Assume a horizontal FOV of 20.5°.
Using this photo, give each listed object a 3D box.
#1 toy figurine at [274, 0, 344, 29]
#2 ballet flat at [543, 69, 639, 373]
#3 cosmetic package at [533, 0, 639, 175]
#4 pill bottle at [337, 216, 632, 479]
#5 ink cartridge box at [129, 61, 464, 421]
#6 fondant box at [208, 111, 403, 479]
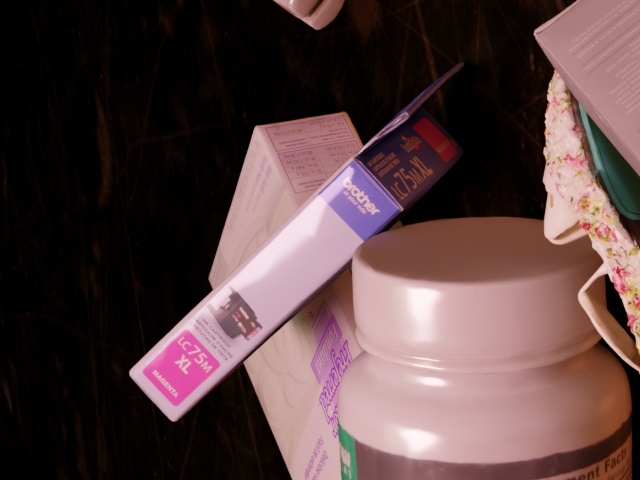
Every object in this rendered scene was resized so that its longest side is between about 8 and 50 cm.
[{"bbox_3d":[0.011,-0.276,1.286,0.148,0.213,0.209,41,142,38],"label":"toy figurine"},{"bbox_3d":[0.185,0.004,1.106,0.077,0.091,0.241,-31,79,29],"label":"ballet flat"},{"bbox_3d":[0.230,-0.042,0.956,0.127,0.107,0.238,45,-167,-47],"label":"cosmetic package"},{"bbox_3d":[0.116,0.177,1.244,0.204,0.204,0.361,-153,56,-62],"label":"pill bottle"},{"bbox_3d":[0.000,0.000,1.363,0.065,0.186,0.311,45,114,2],"label":"ink cartridge box"},{"bbox_3d":[0.015,0.087,1.582,0.330,0.096,0.238,64,152,30],"label":"fondant box"}]
